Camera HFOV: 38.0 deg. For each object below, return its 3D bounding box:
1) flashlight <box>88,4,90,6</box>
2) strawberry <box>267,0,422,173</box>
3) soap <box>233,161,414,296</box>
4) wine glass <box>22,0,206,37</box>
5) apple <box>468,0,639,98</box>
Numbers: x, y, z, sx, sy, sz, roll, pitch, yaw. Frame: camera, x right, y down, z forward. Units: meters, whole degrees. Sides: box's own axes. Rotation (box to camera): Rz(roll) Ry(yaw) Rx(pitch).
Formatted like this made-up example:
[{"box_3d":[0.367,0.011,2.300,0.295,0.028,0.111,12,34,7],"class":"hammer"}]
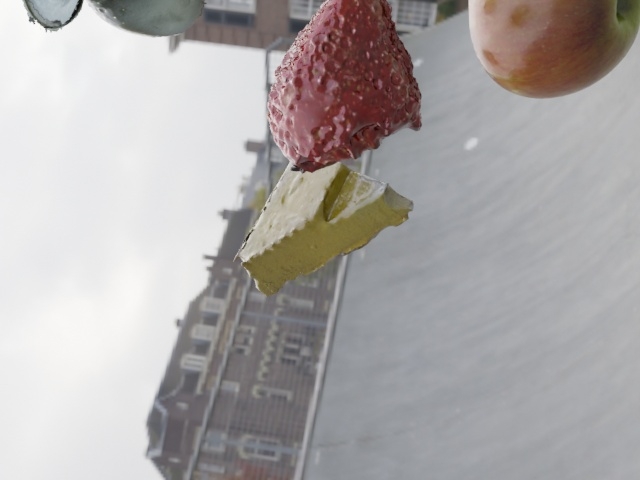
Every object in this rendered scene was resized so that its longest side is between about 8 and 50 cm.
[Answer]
[{"box_3d":[-0.490,-0.550,1.938,0.051,0.051,0.129,-57,-50,-76],"class":"flashlight"},{"box_3d":[0.029,-0.241,1.409,0.258,0.261,0.261,63,-164,-13],"class":"strawberry"},{"box_3d":[0.000,0.000,2.042,0.169,0.304,0.339,32,-94,-43],"class":"soap"},{"box_3d":[-0.385,-0.482,1.778,0.357,0.190,0.190,-19,-60,-56],"class":"wine glass"},{"box_3d":[0.455,-0.446,1.811,0.339,0.339,0.340,8,-90,-84],"class":"apple"}]
